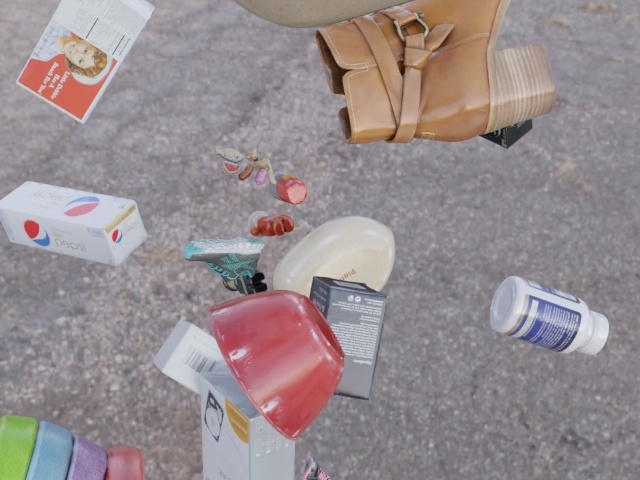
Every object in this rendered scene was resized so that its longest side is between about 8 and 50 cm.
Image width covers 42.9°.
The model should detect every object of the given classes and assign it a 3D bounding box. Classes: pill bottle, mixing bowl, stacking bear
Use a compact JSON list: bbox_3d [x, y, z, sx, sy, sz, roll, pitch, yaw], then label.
[{"bbox_3d":[0.364,0.125,1.291,0.169,0.094,0.094,19,27,-11],"label":"pill bottle"},{"bbox_3d":[-0.036,0.124,0.930,0.098,0.181,0.181,-34,32,5],"label":"mixing bowl"},{"bbox_3d":[-0.325,0.234,0.746,0.289,0.175,0.164,20,43,-19],"label":"stacking bear"}]

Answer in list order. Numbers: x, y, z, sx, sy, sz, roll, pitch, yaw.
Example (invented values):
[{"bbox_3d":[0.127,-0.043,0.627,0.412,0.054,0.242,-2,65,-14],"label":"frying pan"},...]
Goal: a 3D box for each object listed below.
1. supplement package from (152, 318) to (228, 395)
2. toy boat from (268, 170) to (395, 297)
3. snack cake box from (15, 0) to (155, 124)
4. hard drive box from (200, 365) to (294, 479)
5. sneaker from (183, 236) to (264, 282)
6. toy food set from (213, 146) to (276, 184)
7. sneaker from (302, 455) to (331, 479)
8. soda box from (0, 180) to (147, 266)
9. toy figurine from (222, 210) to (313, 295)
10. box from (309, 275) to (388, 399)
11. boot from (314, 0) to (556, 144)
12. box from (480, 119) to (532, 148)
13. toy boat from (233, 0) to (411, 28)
[{"bbox_3d":[-0.244,0.224,1.566,0.105,0.105,0.179,34,-11,-13],"label":"supplement package"},{"bbox_3d":[0.000,0.000,1.634,0.268,0.318,0.148,-31,17,-6],"label":"toy boat"},{"bbox_3d":[-0.455,-0.379,1.579,0.152,0.264,0.089,31,25,-20],"label":"snack cake box"},{"bbox_3d":[-0.127,0.358,1.413,0.089,0.232,0.181,-12,23,-32],"label":"hard drive box"},{"bbox_3d":[-0.165,0.037,1.410,0.167,0.076,0.065,0,12,-45],"label":"sneaker"},{"bbox_3d":[-0.132,-0.135,1.483,0.122,0.019,0.077,3,59,-40],"label":"toy food set"},{"bbox_3d":[-0.005,0.443,1.533,0.057,0.119,0.047,12,55,7],"label":"sneaker"},{"bbox_3d":[-0.361,-0.027,1.175,0.216,0.069,0.074,11,41,27],"label":"soda box"},{"bbox_3d":[-0.089,0.054,1.806,0.210,0.213,0.148,27,-11,-29],"label":"toy figurine"},{"bbox_3d":[0.030,0.143,1.240,0.093,0.158,0.156,9,1,-10],"label":"box"},{"bbox_3d":[0.100,-0.229,0.858,0.220,0.109,0.283,-11,76,-7],"label":"boot"},{"bbox_3d":[0.229,-0.171,1.036,0.052,0.083,0.062,-39,47,-20],"label":"box"},{"bbox_3d":[0.019,-0.235,0.500,0.231,0.151,0.151,-6,52,31],"label":"toy boat"}]
